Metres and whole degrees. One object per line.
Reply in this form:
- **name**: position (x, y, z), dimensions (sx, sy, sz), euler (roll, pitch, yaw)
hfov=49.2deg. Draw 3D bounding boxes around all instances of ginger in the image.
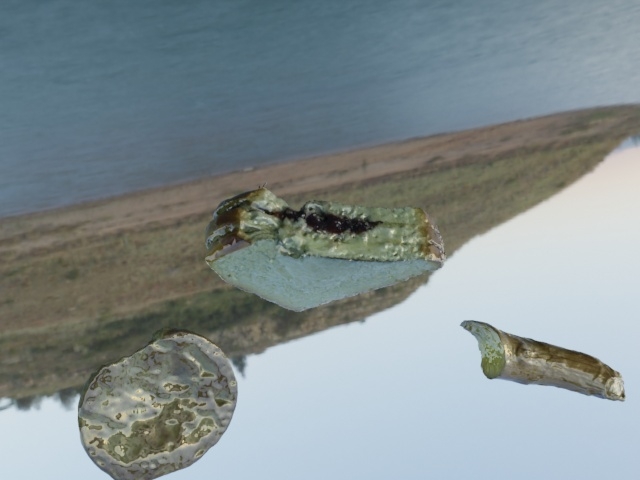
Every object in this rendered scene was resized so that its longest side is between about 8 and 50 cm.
- **ginger**: position (0.178, 0.101, 0.574), dimensions (0.137, 0.044, 0.057), euler (15, 147, -2)

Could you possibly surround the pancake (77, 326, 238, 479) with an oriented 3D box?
- **pancake**: position (-0.235, 0.240, 1.024), dimensions (0.236, 0.222, 0.042), euler (-51, -154, -19)

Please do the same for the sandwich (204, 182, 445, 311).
- **sandwich**: position (0.000, 0.004, 1.004), dimensions (0.288, 0.100, 0.254), euler (-18, 143, 29)
